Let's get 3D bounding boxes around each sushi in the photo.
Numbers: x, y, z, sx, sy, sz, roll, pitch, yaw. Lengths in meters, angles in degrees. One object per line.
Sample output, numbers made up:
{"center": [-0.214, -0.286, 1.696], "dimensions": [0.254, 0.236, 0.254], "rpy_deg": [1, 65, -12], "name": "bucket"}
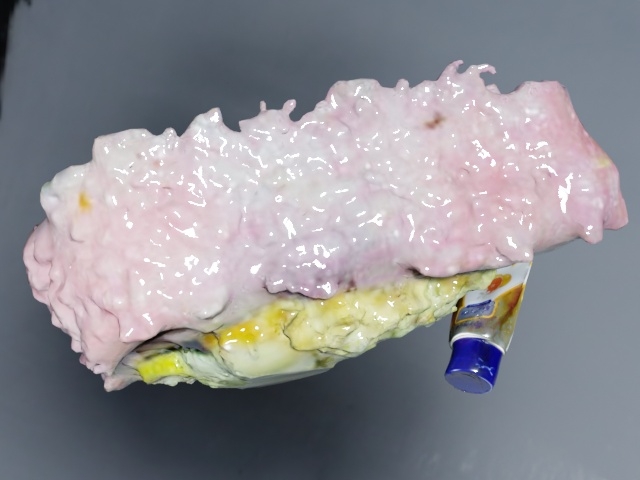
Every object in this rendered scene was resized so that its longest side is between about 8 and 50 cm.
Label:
{"center": [-0.004, 0.004, 0.576], "dimensions": [0.241, 0.107, 0.161], "rpy_deg": [-14, -7, -9], "name": "sushi"}

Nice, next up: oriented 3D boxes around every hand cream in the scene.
{"center": [0.123, 0.030, 0.904], "dimensions": [0.062, 0.039, 0.163], "rpy_deg": [-13, 43, 42], "name": "hand cream"}
